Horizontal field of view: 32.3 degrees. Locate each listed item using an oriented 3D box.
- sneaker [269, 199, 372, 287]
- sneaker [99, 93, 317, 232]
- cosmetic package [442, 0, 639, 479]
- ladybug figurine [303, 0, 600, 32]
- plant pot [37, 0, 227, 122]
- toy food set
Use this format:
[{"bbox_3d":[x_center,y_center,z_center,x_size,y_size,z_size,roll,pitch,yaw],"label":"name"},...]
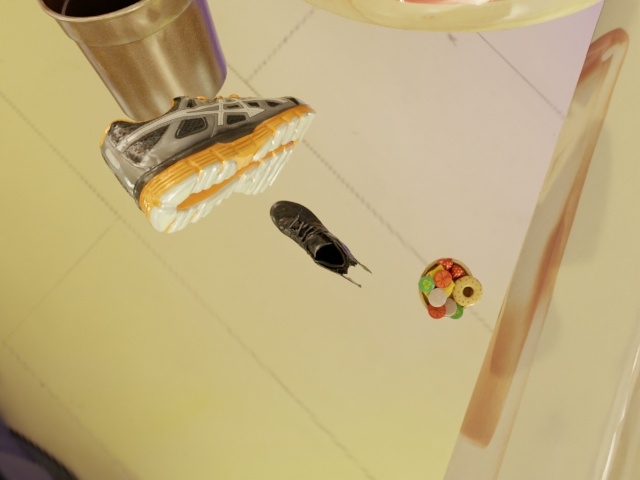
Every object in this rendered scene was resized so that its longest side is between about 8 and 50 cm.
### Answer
[{"bbox_3d":[-0.002,0.002,1.547,0.170,0.089,0.051,39,92,0],"label":"sneaker"},{"bbox_3d":[-0.078,-0.078,0.839,0.083,0.215,0.084,40,122,14],"label":"sneaker"},{"bbox_3d":[0.153,0.027,0.382,0.153,0.129,0.296,26,73,-9],"label":"cosmetic package"},{"bbox_3d":[0.137,-0.351,1.054,0.449,0.162,0.305,-7,63,-11],"label":"ladybug figurine"},{"bbox_3d":[-0.178,-0.219,1.127,0.167,0.165,0.167,-9,50,11],"label":"plant pot"},{"bbox_3d":[0.168,0.065,1.466,0.082,0.020,0.083,-39,100,-10],"label":"toy food set"}]
